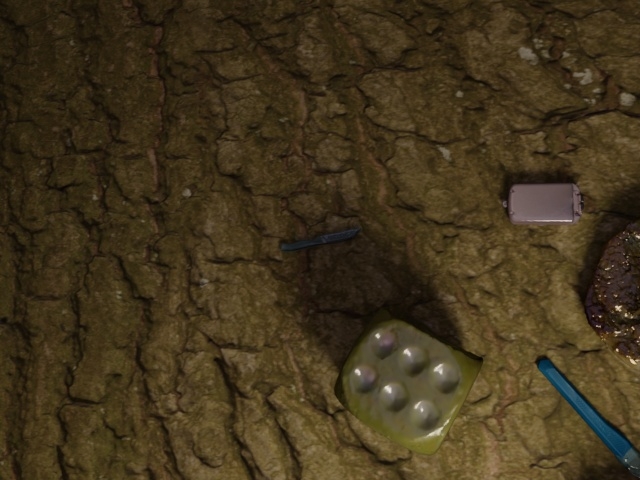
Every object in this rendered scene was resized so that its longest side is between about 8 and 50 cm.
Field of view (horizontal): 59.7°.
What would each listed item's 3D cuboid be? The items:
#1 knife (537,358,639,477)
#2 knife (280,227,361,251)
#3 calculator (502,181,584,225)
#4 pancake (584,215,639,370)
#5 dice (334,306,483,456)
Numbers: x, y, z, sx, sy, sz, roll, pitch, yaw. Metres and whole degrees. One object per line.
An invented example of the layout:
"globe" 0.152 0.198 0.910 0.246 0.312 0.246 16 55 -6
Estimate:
"knife" 0.564 0.365 1.153 0.044 0.026 0.296 -38 68 0
"knife" 0.000 0.000 1.391 0.211 0.015 0.028 -12 68 11
"calculator" 0.506 -0.084 1.271 0.175 0.032 0.100 1 77 15
"pancake" 0.730 0.114 1.151 0.357 0.065 0.355 -4 76 15
"dice" 0.182 0.287 1.159 0.238 0.233 0.226 28 86 19
